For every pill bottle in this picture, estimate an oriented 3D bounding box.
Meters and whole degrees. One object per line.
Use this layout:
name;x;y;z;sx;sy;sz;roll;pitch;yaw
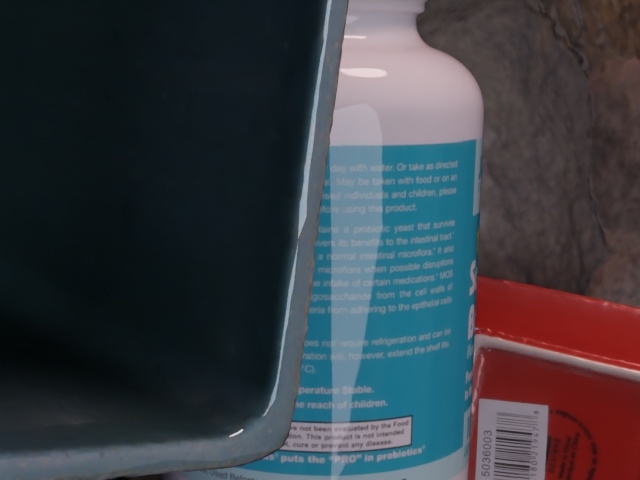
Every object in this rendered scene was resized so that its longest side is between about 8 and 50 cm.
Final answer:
pill bottle;0.000;0.000;0.594;0.146;0.146;0.264;-2;100;-22

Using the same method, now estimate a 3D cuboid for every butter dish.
butter dish;0.131;0.103;0.688;0.160;0.118;0.160;12;98;17

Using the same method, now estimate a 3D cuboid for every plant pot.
plant pot;-0.166;-0.071;0.444;0.248;0.252;0.247;2;99;-41

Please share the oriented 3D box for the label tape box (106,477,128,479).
label tape box;-0.074;0.184;0.539;0.347;0.249;0.115;36;84;-23
